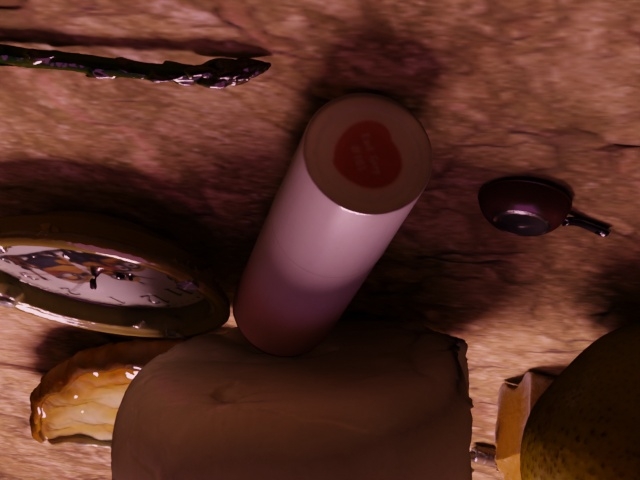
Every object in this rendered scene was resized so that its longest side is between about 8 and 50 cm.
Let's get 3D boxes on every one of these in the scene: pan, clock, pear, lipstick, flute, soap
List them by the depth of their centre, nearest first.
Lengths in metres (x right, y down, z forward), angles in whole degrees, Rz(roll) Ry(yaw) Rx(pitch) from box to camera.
[{"bbox_3d":[0.167,-0.014,1.153,0.115,0.023,0.068,19,154,-27],"label":"pan"},{"bbox_3d":[0.000,0.000,1.153,0.087,0.087,0.327,10,158,-8],"label":"lipstick"},{"bbox_3d":[-0.185,0.021,1.307,0.237,0.057,0.237,8,159,3],"label":"clock"},{"bbox_3d":[0.306,0.196,1.316,0.294,0.294,0.294,6,158,2],"label":"pear"},{"bbox_3d":[0.282,0.223,1.552,0.232,0.140,0.073,16,153,-22],"label":"soap"},{"bbox_3d":[0.274,0.269,1.818,0.233,0.027,0.027,15,157,-20],"label":"flute"}]

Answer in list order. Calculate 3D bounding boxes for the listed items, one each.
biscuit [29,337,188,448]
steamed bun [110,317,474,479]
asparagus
[{"bbox_3d":[-0.131,0.174,1.649,0.335,0.078,0.329,19,153,-28],"label":"biscuit"},{"bbox_3d":[-0.016,0.205,1.330,0.312,0.233,0.334,-2,-169,12],"label":"steamed bun"},{"bbox_3d":[-0.146,-0.114,1.009,0.233,0.023,0.022,5,-157,6],"label":"asparagus"}]
